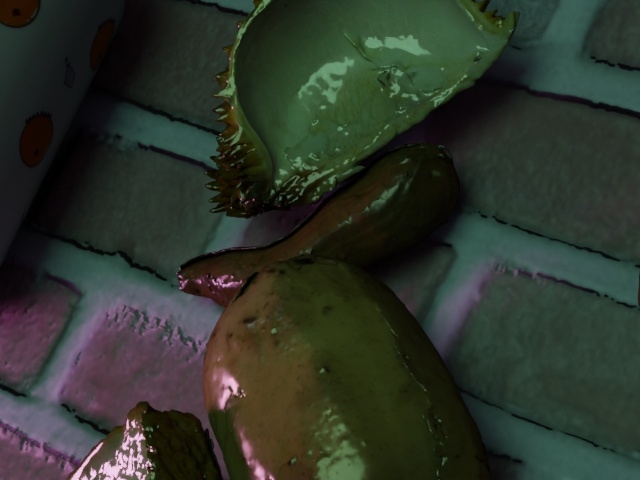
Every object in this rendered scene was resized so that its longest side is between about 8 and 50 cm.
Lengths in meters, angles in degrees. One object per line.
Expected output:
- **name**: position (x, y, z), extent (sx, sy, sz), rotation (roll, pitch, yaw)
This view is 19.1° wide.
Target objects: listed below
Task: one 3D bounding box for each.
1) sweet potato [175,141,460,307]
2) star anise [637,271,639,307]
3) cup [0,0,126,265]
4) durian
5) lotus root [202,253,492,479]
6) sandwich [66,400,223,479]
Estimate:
- **sweet potato**: position (-0.001, 0.005, 1.345), extent (0.233, 0.062, 0.081), rotation (-27, 36, 21)
- **star anise**: position (0.292, -0.020, 1.099), extent (0.236, 0.109, 0.223), rotation (-43, 41, -20)
- **cup**: position (-0.294, -0.128, 1.492), extent (0.212, 0.212, 0.317), rotation (17, 76, 36)
- **durian**: position (0.011, -0.115, 1.340), extent (0.252, 0.144, 0.139), rotation (-34, 47, -5)
- **lotus root**: position (0.020, 0.133, 1.215), extent (0.160, 0.146, 0.284), rotation (-52, 42, 25)
- **sandwich**: position (-0.111, 0.266, 1.229), extent (0.226, 0.087, 0.251), rotation (-47, 48, 32)
